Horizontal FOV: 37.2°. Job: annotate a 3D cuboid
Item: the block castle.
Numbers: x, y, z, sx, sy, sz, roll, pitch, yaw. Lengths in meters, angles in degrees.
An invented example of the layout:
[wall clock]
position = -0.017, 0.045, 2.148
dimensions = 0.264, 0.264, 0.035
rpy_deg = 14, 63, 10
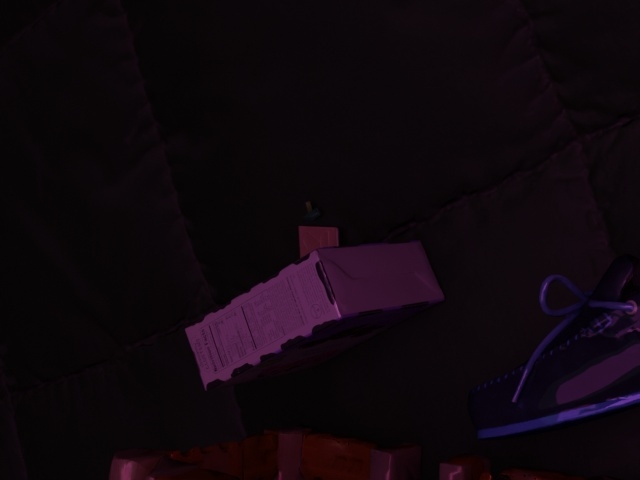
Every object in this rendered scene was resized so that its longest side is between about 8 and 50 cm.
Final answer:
[block castle]
position = 0.034, 0.305, 0.837
dimensions = 0.453, 0.303, 0.213
rpy_deg = 0, 88, 39

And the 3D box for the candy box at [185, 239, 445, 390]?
[candy box]
position = -0.006, 0.073, 0.934
dimensions = 0.196, 0.165, 0.070
rpy_deg = -32, 72, 37

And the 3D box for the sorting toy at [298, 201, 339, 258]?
[sorting toy]
position = 0.000, 0.000, 1.021
dimensions = 0.062, 0.012, 0.083
rpy_deg = 4, 100, 44

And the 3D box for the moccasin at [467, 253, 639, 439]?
[moccasin]
position = 0.266, 0.062, 0.749
dimensions = 0.342, 0.138, 0.117
rpy_deg = -27, 72, 24
